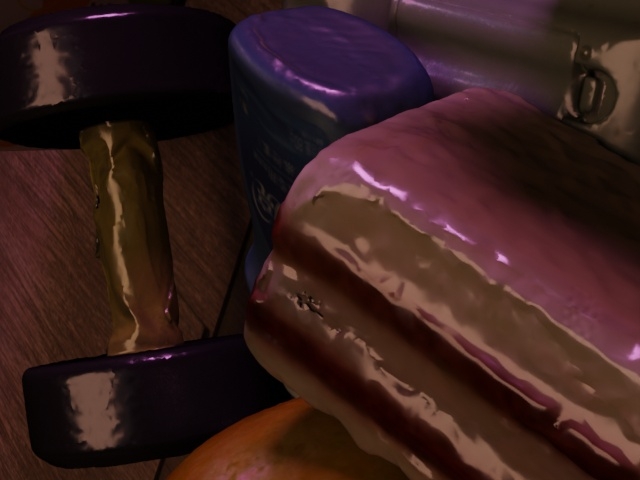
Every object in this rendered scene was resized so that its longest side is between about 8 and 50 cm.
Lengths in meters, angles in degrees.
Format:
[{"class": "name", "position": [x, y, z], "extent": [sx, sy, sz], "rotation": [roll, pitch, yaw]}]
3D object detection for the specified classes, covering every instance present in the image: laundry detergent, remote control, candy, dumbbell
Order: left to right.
[{"class": "dumbbell", "position": [-0.141, -0.002, 0.873], "extent": [0.204, 0.204, 0.322], "rotation": [-11, 86, 50]}, {"class": "laundry detergent", "position": [0.000, 0.000, 0.742], "extent": [0.143, 0.094, 0.289], "rotation": [35, 138, 37]}, {"class": "remote control", "position": [0.084, -0.117, 0.699], "extent": [0.335, 0.066, 0.128], "rotation": [26, 116, 46]}, {"class": "candy", "position": [0.133, 0.060, 0.522], "extent": [0.321, 0.179, 0.135], "rotation": [38, 125, 24]}]

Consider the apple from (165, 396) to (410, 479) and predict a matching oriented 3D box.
[{"class": "apple", "position": [0.037, 0.274, 0.629], "extent": [0.374, 0.374, 0.384], "rotation": [15, 145, 49]}]

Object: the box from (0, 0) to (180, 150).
[{"class": "box", "position": [-0.290, -0.234, 0.884], "extent": [0.122, 0.385, 0.344], "rotation": [52, 130, 31]}]
